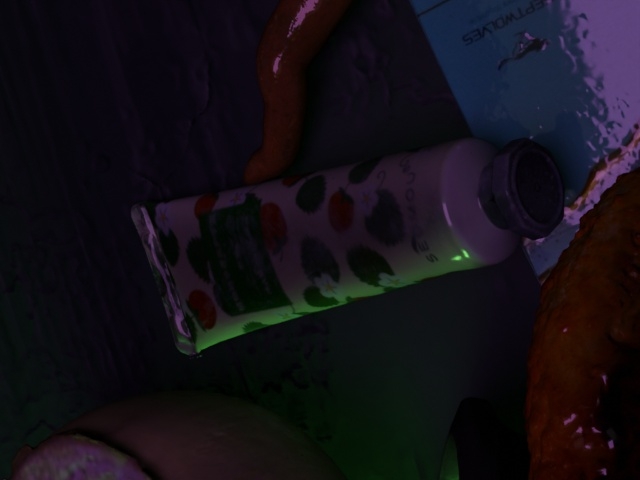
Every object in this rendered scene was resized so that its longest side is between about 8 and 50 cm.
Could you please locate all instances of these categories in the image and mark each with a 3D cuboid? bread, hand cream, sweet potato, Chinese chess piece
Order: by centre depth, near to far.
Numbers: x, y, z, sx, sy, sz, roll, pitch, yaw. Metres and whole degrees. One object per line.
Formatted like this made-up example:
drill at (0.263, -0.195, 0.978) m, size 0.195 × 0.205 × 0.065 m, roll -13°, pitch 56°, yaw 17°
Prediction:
bread at (0.142, 0.075, 0.526) m, size 0.139 × 0.095 × 0.269 m, roll 20°, pitch 69°, yaw -3°
hand cream at (0.000, 0.000, 0.687) m, size 0.276 × 0.059 × 0.095 m, roll -15°, pitch 96°, yaw 44°
sweet potato at (-0.010, -0.105, 0.691) m, size 0.044 × 0.044 × 0.179 m, roll 25°, pitch 109°, yaw 18°
Chinese chess piece at (-0.071, 0.214, 0.710) m, size 0.270 × 0.112 × 0.270 m, roll 11°, pitch 105°, yaw 46°

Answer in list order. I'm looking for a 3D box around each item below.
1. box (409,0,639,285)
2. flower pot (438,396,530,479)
box at (0.129, -0.112, 0.626) m, size 0.162 × 0.041 × 0.229 m, roll -25°, pitch 91°, yaw 27°
flower pot at (0.130, 0.212, 0.613) m, size 0.166 × 0.269 × 0.269 m, roll 6°, pitch 106°, yaw 2°
